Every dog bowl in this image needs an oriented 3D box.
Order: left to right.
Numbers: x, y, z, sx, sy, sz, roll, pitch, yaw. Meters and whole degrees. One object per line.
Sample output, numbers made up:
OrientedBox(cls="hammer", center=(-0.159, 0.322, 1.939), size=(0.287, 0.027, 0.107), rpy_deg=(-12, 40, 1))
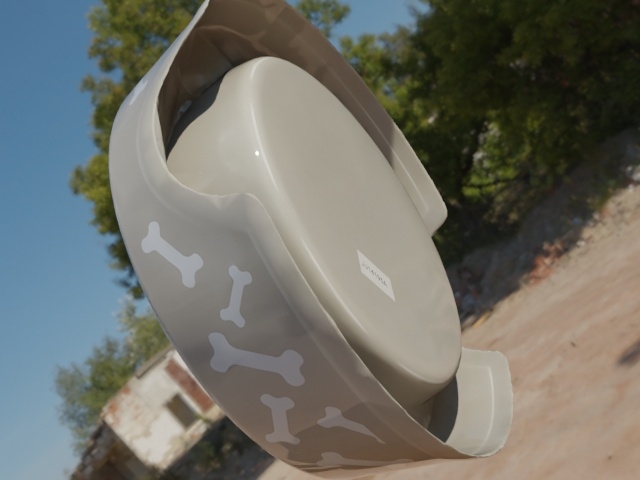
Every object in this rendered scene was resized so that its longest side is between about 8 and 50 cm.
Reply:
OrientedBox(cls="dog bowl", center=(0.000, 0.000, 0.588), size=(0.102, 0.348, 0.349), rpy_deg=(-31, 1, 22))
